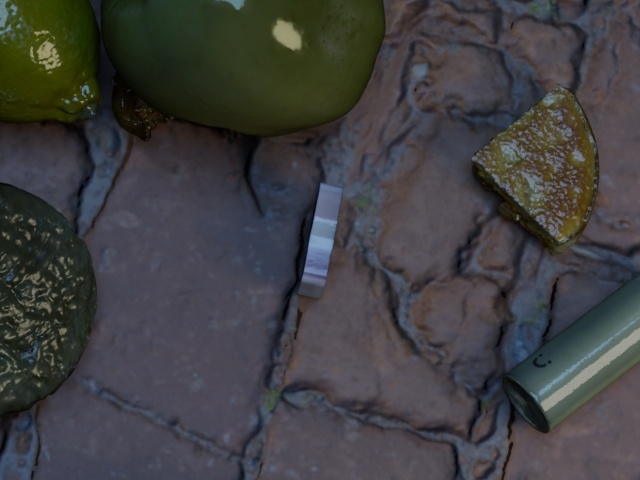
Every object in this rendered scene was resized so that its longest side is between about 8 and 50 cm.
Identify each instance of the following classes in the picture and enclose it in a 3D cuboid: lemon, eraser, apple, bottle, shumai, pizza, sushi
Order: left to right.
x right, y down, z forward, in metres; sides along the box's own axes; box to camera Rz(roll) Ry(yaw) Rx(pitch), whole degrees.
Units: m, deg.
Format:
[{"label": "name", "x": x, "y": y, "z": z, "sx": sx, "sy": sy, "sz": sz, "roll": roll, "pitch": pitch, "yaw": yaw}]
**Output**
[{"label": "shumai", "x": -0.360, "y": 0.053, "z": 1.713, "sx": 0.272, "sy": 0.204, "sz": 0.222, "roll": 24, "pitch": 72, "yaw": -35}, {"label": "lemon", "x": -0.308, "y": -0.207, "z": 1.752, "sx": 0.248, "sy": 0.184, "sz": 0.184, "roll": 38, "pitch": 74, "yaw": -6}, {"label": "sushi", "x": -0.173, "y": -0.153, "z": 1.810, "sx": 0.060, "sy": 0.061, "sz": 0.118, "roll": -1, "pitch": 80, "yaw": 21}, {"label": "apple", "x": -0.072, "y": -0.232, "z": 1.736, "sx": 0.279, "sy": 0.279, "sz": 0.279, "roll": 1, "pitch": 74, "yaw": -5}, {"label": "eraser", "x": 0.000, "y": 0.000, "z": 1.782, "sx": 0.026, "sy": 0.065, "sz": 0.105, "roll": 12, "pitch": 72, "yaw": -4}, {"label": "pizza", "x": 0.217, "y": -0.076, "z": 1.835, "sx": 0.134, "sy": 0.046, "sz": 0.175, "roll": 13, "pitch": 73, "yaw": -3}, {"label": "bottle", "x": 0.277, "y": 0.103, "z": 1.776, "sx": 0.201, "sy": 0.072, "sz": 0.072, "roll": -36, "pitch": 80, "yaw": -14}]
